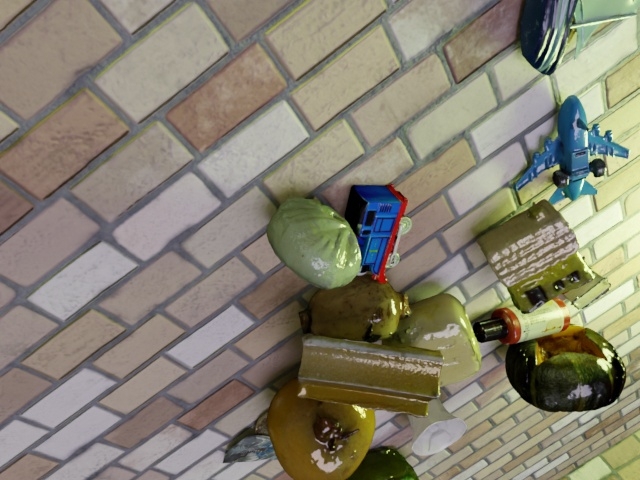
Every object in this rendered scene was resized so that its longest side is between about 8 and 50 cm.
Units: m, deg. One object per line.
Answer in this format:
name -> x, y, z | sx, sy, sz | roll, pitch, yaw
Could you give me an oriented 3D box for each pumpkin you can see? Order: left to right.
pumpkin -> 0.705, 0.369, 1.376 | 0.320, 0.320, 0.192 | -15, 108, -12

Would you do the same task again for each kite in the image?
kite -> -0.123, 0.608, 1.373 | 0.310, 0.015, 0.169 | 10, 129, -29

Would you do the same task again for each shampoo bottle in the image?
shampoo bottle -> 0.566, 0.236, 1.338 | 0.278, 0.104, 0.104 | -9, 128, -16

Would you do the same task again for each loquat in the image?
loquat -> 0.000, 0.455, 1.155 | 0.275, 0.275, 0.274 | -11, 128, -15

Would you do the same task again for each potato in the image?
potato -> 0.787, 0.145, 1.393 | 0.086, 0.061, 0.122 | 30, 111, -37

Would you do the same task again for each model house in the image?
model house -> 0.488, 0.020, 1.103 | 0.193, 0.174, 0.234 | -32, 123, 20

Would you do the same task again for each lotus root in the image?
lotus root -> 0.081, 0.156, 1.042 | 0.257, 0.154, 0.140 | -13, 137, -3

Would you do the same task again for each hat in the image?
hat -> 0.348, 0.574, 1.486 | 0.203, 0.126, 0.203 | -12, 128, -15

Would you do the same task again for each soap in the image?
soap -> 0.095, 0.281, 0.991 | 0.281, 0.143, 0.259 | 9, 157, 4

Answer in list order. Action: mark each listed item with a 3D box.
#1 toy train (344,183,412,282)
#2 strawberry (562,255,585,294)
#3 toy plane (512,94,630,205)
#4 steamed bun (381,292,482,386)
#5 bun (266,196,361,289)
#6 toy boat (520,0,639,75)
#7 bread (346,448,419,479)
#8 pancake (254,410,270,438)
toy train -> 0.110, -0.014, 0.975 | 0.131, 0.082, 0.204 | -2, 124, -22
strawberry -> 0.621, 0.078, 1.238 | 0.131, 0.131, 0.148 | 3, 145, -25
toy plane -> 0.550, -0.186, 1.022 | 0.254, 0.105, 0.271 | -17, 135, 8
steamed bun -> 0.271, 0.246, 1.187 | 0.232, 0.166, 0.273 | -22, 126, 15
bun -> 0.000, 0.000, 0.871 | 0.195, 0.195, 0.118 | 32, 107, -37
toy boat -> 0.501, -0.422, 0.848 | 0.291, 0.067, 0.220 | -16, 129, -15
bread -> 0.159, 0.896, 1.647 | 0.366, 0.129, 0.382 | 4, 124, -26
pancake -> -0.110, 0.509, 1.312 | 0.152, 0.025, 0.151 | -12, 128, -16
